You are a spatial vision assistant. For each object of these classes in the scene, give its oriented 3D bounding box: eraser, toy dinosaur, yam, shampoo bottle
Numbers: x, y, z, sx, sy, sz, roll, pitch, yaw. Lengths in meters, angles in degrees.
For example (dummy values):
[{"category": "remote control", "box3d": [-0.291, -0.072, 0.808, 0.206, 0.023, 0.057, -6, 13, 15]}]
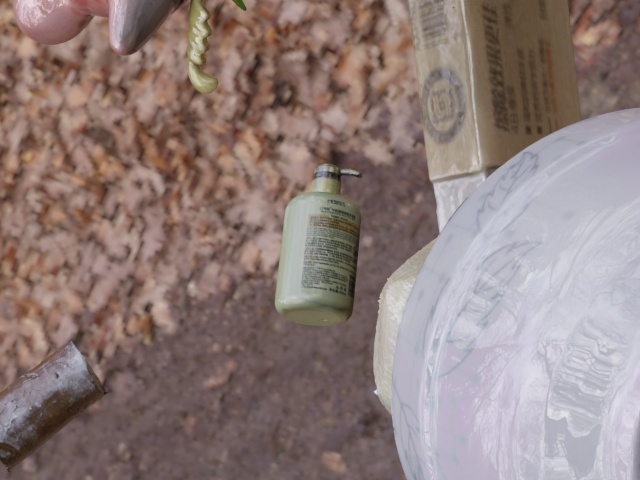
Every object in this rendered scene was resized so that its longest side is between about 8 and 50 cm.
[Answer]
[{"category": "eraser", "box3d": [0.158, -0.163, 1.200, 0.078, 0.144, 0.343, -10, 85, 52]}, {"category": "toy dinosaur", "box3d": [-0.159, -0.198, 0.982, 0.177, 0.152, 0.194, -45, 53, 13]}, {"category": "yam", "box3d": [-0.301, 0.177, 1.423, 0.141, 0.079, 0.079, -38, 34, -10]}, {"category": "shampoo bottle", "box3d": [0.000, 0.000, 1.339, 0.079, 0.079, 0.162, -17, 61, 47]}]

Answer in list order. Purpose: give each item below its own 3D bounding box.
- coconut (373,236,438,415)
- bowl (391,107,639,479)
[{"category": "coconut", "box3d": [0.231, 0.137, 1.659, 0.346, 0.346, 0.360, -60, 36, 8]}, {"category": "bowl", "box3d": [0.191, 0.079, 0.657, 0.287, 0.287, 0.144, -64, 17, 1]}]
